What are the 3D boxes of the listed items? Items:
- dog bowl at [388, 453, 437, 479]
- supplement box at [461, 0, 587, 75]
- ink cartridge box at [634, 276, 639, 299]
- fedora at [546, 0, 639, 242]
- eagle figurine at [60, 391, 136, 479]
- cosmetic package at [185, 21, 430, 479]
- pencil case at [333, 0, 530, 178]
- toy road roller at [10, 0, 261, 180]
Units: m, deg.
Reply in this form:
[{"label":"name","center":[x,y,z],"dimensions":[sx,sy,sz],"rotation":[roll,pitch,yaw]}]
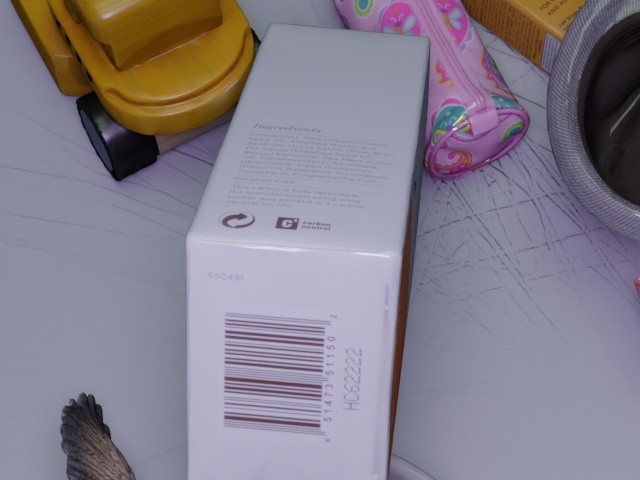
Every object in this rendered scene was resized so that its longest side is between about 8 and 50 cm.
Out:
[{"label":"dog bowl","center":[0.026,0.316,1.346],"dimensions":[0.348,0.102,0.349],"rotation":[23,44,-24]},{"label":"supplement box","center":[0.229,-0.243,1.749],"dimensions":[0.233,0.080,0.078],"rotation":[39,68,23]},{"label":"ink cartridge box","center":[0.376,0.106,1.530],"dimensions":[0.115,0.067,0.198],"rotation":[-24,108,-10]},{"label":"fedora","center":[0.336,-0.110,1.576],"dimensions":[0.243,0.124,0.275],"rotation":[2,70,8]},{"label":"eagle figurine","center":[-0.145,0.288,1.428],"dimensions":[0.225,0.226,0.298],"rotation":[7,66,29]},{"label":"cosmetic package","center":[0.000,0.000,1.428],"dimensions":[0.161,0.230,0.453],"rotation":[4,28,4]},{"label":"pencil case","center":[0.104,-0.202,1.710],"dimensions":[0.124,0.124,0.284],"rotation":[-21,64,-8]},{"label":"toy road roller","center":[-0.187,-0.248,1.678],"dimensions":[0.202,0.240,0.329],"rotation":[-27,64,-11]}]
